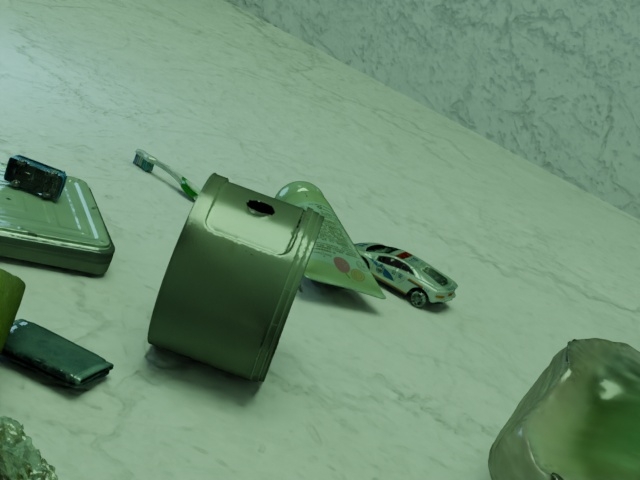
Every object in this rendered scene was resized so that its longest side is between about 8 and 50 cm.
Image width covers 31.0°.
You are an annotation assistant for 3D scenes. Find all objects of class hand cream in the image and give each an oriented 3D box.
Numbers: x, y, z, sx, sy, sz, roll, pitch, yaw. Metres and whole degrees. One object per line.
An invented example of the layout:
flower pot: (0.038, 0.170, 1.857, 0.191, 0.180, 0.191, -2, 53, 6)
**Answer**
hand cream: (0.000, 0.000, 1.864, 0.147, 0.093, 0.306, 17, 20, -25)

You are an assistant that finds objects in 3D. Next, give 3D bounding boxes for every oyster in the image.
oyster: (-0.281, 0.222, 1.014, 0.125, 0.064, 0.177, 5, 26, -48)

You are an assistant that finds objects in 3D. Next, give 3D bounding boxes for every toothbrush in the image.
toothbrush: (-0.212, -0.083, 1.968, 0.304, 0.030, 0.030, 31, 21, 28)

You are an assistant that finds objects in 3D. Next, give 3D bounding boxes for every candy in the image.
candy: (0.393, 0.294, 1.306, 0.427, 0.186, 0.386, 23, 27, 1)

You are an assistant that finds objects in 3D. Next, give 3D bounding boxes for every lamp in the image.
lamp: (-0.436, -0.045, 1.608, 0.267, 0.047, 0.269, 10, 20, -25)

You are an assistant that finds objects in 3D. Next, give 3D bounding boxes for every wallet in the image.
wallet: (-0.306, 0.128, 1.295, 0.129, 0.026, 0.088, 23, 15, 12)

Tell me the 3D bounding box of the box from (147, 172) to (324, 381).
box: (-0.101, 0.046, 1.420, 0.149, 0.226, 0.226, 20, 19, 0)

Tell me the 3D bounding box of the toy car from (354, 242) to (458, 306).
toy car: (0.131, 0.049, 1.916, 0.205, 0.056, 0.095, 29, 22, 23)

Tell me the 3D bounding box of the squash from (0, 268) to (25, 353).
squash: (-0.400, 0.054, 1.162, 0.189, 0.189, 0.260, 16, 24, -12)

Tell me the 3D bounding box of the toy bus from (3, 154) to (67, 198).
toy bus: (-0.402, -0.091, 1.638, 0.083, 0.038, 0.046, 20, 15, 0)
